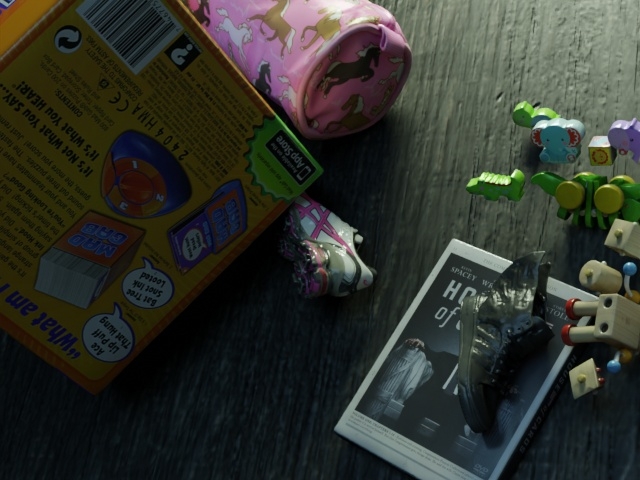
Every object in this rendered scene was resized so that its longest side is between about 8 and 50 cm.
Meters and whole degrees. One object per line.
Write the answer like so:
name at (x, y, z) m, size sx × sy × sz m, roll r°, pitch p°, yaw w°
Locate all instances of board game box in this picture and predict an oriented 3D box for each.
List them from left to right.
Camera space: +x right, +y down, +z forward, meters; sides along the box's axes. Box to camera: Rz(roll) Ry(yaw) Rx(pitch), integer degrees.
board game box at (-0.292, -0.127, 1.271) m, size 0.356 × 0.356 × 0.356 m, roll -45°, pitch 41°, yaw -3°

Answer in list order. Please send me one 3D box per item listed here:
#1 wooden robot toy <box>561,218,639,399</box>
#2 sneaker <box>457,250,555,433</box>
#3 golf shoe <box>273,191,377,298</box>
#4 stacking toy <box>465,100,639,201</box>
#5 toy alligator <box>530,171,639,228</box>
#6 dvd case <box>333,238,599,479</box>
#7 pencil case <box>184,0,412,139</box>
wooden robot toy at (0.280, 0.073, 1.080) m, size 0.076 × 0.079 × 0.173 m, roll -9°, pitch 63°, yaw 56°
sneaker at (0.178, 0.095, 1.092) m, size 0.089 × 0.051 × 0.170 m, roll -13°, pitch 54°, yaw 25°
golf shoe at (0.000, 0.000, 1.279) m, size 0.086 × 0.067 × 0.186 m, roll -2°, pitch 38°, yaw -21°
stacking toy at (0.272, -0.101, 1.149) m, size 0.221 × 0.052 × 0.167 m, roll 1°, pitch 32°, yaw 29°
toy alligator at (0.299, -0.034, 1.147) m, size 0.190 × 0.056 × 0.051 m, roll 8°, pitch 108°, yaw 29°
dvd case at (0.146, 0.128, 1.140) m, size 0.179 × 0.029 × 0.238 m, roll 24°, pitch 75°, yaw 35°
pencil case at (-0.046, -0.280, 1.403) m, size 0.160 × 0.167 × 0.386 m, roll -18°, pitch 48°, yaw -24°
